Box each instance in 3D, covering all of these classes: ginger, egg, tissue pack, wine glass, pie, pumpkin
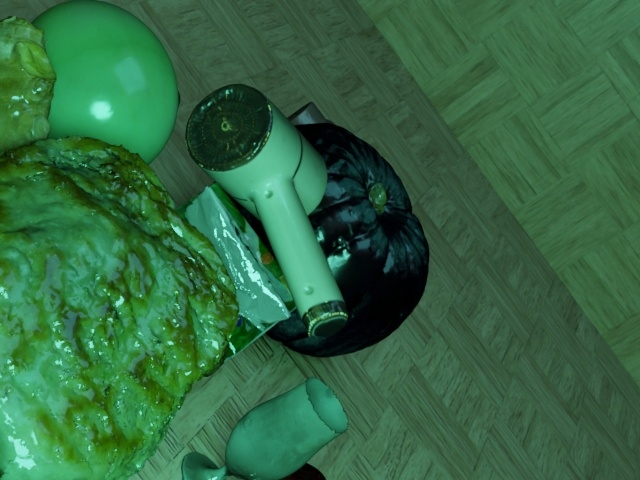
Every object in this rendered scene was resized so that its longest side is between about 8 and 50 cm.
[{"bbox_3d":[-0.386,-0.189,1.654,0.102,0.157,0.216,24,46,-52],"label":"ginger"},{"bbox_3d":[-0.299,-0.199,1.801,0.220,0.220,0.270,33,29,-42],"label":"egg"},{"bbox_3d":[-0.134,0.040,1.830,0.148,0.156,0.209,-35,90,-33],"label":"tissue pack"},{"bbox_3d":[-0.065,0.246,1.651,0.093,0.202,0.093,42,25,-25],"label":"wine glass"},{"bbox_3d":[-0.285,0.066,1.491,0.395,0.180,0.418,51,33,-1],"label":"pie"},{"bbox_3d":[0.000,0.000,2.072,0.363,0.266,0.363,45,26,-30],"label":"pumpkin"}]

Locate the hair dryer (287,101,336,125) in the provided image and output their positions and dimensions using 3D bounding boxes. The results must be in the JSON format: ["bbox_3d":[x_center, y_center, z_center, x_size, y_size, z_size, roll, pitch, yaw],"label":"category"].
[{"bbox_3d":[0.012,-0.159,2.555,0.210,0.125,0.352,52,15,-8],"label":"hair dryer"}]

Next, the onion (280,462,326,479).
[{"bbox_3d":[-0.037,0.331,1.720,0.118,0.118,0.117,43,20,-27],"label":"onion"}]

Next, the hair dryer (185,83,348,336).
[{"bbox_3d":[-0.041,-0.016,1.771,0.203,0.128,0.362,44,19,-60],"label":"hair dryer"}]

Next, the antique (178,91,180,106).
[{"bbox_3d":[-0.305,-0.250,2.054,0.221,0.081,0.080,39,27,-33],"label":"antique"}]
